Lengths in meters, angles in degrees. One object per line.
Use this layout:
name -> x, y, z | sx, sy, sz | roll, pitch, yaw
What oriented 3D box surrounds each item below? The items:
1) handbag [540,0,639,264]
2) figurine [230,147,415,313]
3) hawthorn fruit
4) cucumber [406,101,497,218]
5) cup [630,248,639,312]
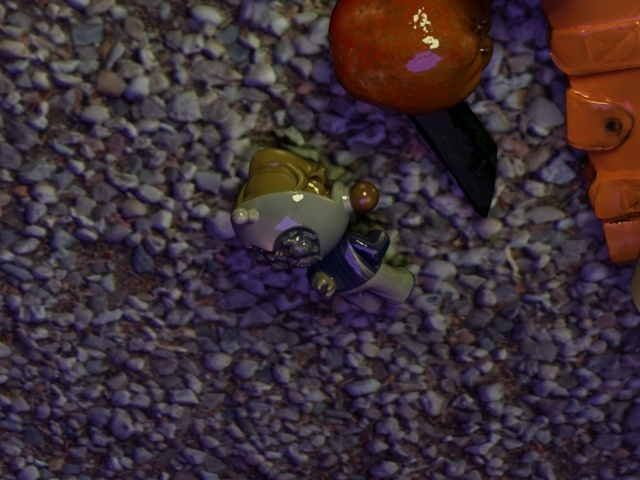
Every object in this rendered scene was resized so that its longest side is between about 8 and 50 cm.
handbag -> 0.415, -0.165, 1.709 | 0.303, 0.116, 0.410 | -10, 127, 16
figurine -> -0.006, 0.004, 1.903 | 0.194, 0.133, 0.274 | 0, 144, 22
hawthorn fruit -> 0.097, -0.219, 1.673 | 0.189, 0.189, 0.189 | 4, 130, 4
cucumber -> 0.165, -0.112, 1.834 | 0.070, 0.046, 0.220 | -30, 120, 18
cup -> 0.476, -0.005, 1.642 | 0.253, 0.191, 0.200 | 8, 129, 2
